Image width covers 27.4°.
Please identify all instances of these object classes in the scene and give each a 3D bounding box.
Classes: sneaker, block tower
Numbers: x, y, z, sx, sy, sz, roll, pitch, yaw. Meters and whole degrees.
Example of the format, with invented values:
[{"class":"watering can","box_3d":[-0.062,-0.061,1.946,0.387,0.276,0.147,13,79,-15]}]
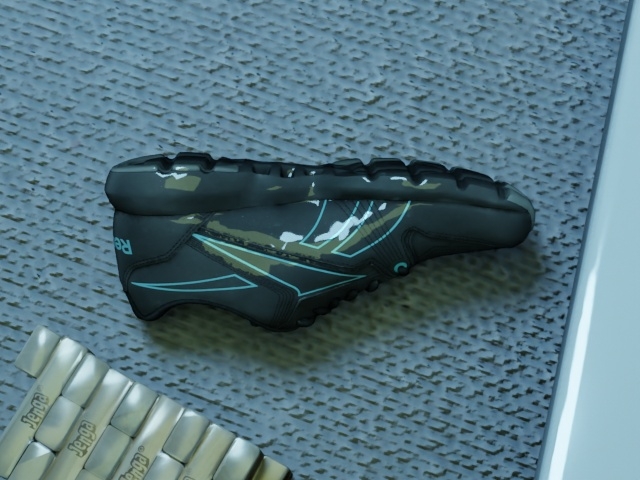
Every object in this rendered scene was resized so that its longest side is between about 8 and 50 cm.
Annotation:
[{"class":"sneaker","box_3d":[0.000,0.000,0.827,0.267,0.101,0.106,1,99,0]},{"class":"block tower","box_3d":[-0.039,0.174,0.774,0.335,0.091,0.097,29,78,7]}]

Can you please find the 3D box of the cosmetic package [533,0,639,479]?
[{"class":"cosmetic package","box_3d":[0.255,0.016,0.714,0.230,0.161,0.453,11,65,10]}]
